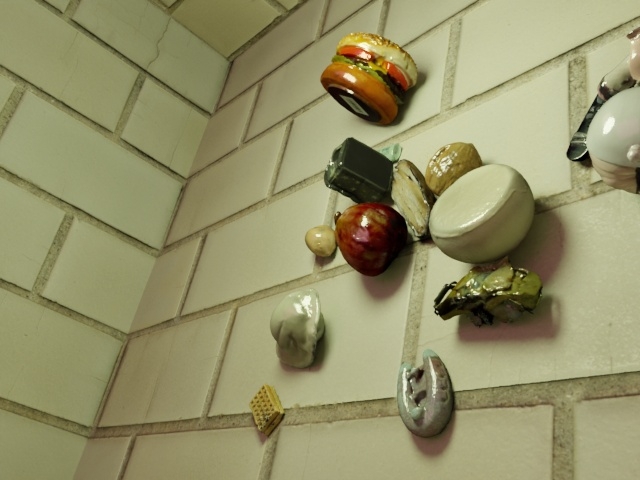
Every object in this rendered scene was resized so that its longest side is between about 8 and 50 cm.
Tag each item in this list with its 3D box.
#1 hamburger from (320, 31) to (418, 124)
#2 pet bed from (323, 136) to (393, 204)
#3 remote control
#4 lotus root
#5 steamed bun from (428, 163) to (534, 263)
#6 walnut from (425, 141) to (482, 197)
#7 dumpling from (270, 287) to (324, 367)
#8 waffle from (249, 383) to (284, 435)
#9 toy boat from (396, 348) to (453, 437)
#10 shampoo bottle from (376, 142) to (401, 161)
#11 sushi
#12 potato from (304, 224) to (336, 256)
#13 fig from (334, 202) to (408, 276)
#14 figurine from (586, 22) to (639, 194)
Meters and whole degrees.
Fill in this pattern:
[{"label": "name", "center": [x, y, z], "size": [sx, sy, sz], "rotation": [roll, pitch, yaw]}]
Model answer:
[{"label": "hamburger", "center": [0.181, -0.604, 2.402], "size": [0.250, 0.330, 0.330], "rotation": [-57, 30, -4]}, {"label": "pet bed", "center": [0.121, -0.220, 2.213], "size": [0.159, 0.211, 0.183], "rotation": [-46, 24, 48]}, {"label": "remote control", "center": [0.709, -0.306, 1.636], "size": [0.266, 0.066, 0.090], "rotation": [-60, 17, 3]}, {"label": "lotus root", "center": [0.305, -0.132, 2.018], "size": [0.329, 0.078, 0.167], "rotation": [-108, 21, -51]}, {"label": "steamed bun", "center": [0.424, -0.053, 1.680], "size": [0.283, 0.177, 0.283], "rotation": [-36, 24, 19]}, {"label": "walnut", "center": [0.391, -0.204, 1.900], "size": [0.184, 0.155, 0.155], "rotation": [-54, 31, 3]}, {"label": "dumpling", "center": [-0.061, 0.297, 2.113], "size": [0.175, 0.243, 0.227], "rotation": [-21, 50, -14]}, {"label": "waffle", "center": [-0.175, 0.547, 2.121], "size": [0.102, 0.042, 0.148], "rotation": [-51, 32, 10]}, {"label": "toy boat", "center": [0.248, 0.379, 1.630], "size": [0.155, 0.085, 0.227], "rotation": [-37, 36, 29]}, {"label": "shampoo bottle", "center": [0.209, -0.301, 2.352], "size": [0.191, 0.041, 0.069], "rotation": [-9, 61, 52]}, {"label": "sushi", "center": [0.413, 0.130, 1.598], "size": [0.291, 0.131, 0.139], "rotation": [-23, 21, 53]}, {"label": "potato", "center": [-0.001, 0.000, 2.317], "size": [0.112, 0.112, 0.147], "rotation": [-52, 24, 8]}, {"label": "fig", "center": [0.153, -0.014, 2.013], "size": [0.224, 0.224, 0.263], "rotation": [-52, 27, 9]}, {"label": "figurine", "center": [0.709, -0.274, 1.438], "size": [0.253, 0.211, 0.361], "rotation": [-4, 61, 47]}]
